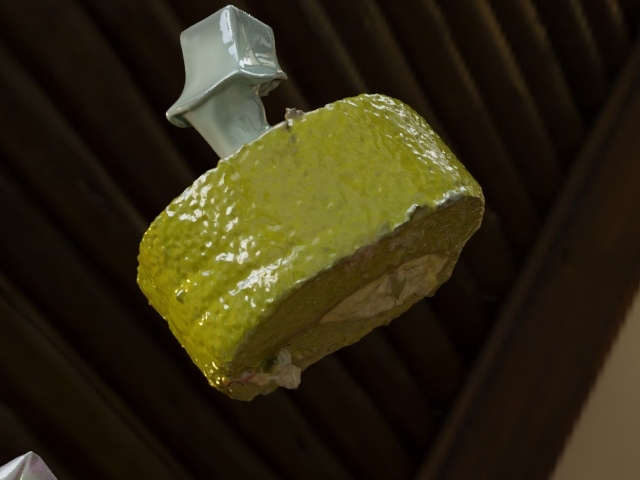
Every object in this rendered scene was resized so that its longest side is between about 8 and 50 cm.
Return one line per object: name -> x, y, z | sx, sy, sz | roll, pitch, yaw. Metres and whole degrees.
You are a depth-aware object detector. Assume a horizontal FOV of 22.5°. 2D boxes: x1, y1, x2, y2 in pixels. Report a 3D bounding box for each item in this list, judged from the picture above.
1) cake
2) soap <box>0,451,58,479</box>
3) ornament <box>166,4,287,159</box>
cake -> 0.000, 0.000, 1.220 | 0.260, 0.156, 0.179 | -32, -16, -18
soap -> -0.287, 0.286, 1.332 | 0.182, 0.199, 0.138 | -39, -88, -26
ornament -> -0.076, -0.108, 1.656 | 0.120, 0.130, 0.285 | 4, -129, -51
